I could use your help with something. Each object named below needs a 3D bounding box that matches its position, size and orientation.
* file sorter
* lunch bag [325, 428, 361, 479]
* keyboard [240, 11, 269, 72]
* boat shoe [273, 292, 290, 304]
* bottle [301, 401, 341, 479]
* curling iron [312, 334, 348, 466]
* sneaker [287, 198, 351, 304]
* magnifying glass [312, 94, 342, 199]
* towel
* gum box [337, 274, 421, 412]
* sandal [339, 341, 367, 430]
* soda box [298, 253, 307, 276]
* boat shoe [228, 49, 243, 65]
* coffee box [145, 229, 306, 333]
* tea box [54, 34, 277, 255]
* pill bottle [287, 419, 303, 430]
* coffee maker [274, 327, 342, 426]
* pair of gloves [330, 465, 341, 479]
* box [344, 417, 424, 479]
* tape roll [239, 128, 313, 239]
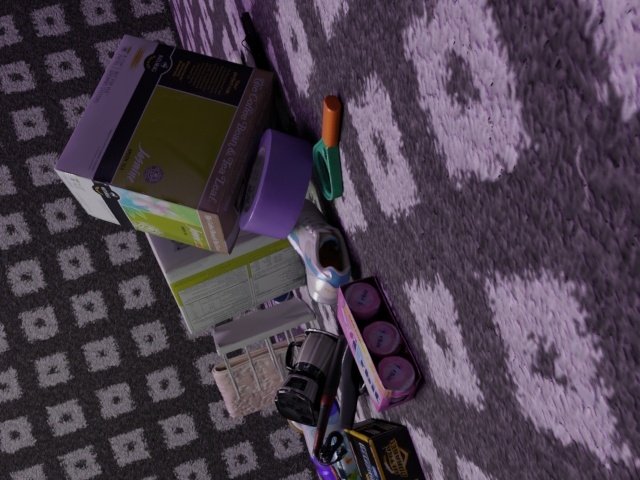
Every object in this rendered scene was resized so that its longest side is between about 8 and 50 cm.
[{"bbox_3d":[-0.144,0.305,1.770,0.193,0.277,0.173,-148,40,-74],"label":"file sorter"},{"bbox_3d":[0.085,0.571,1.533,0.176,0.090,0.219,104,146,-67],"label":"lunch bag"},{"bbox_3d":[-0.144,-0.392,1.314,0.100,0.038,0.192,114,136,-73],"label":"keyboard"},{"bbox_3d":[-0.125,0.181,2.063,0.183,0.066,0.066,-108,0,-67],"label":"boat shoe"},{"bbox_3d":[0.021,0.598,1.816,0.092,0.118,0.283,-151,46,-74],"label":"bottle"},{"bbox_3d":[0.030,0.326,1.279,0.035,0.068,0.274,103,175,-59],"label":"curling iron"},{"bbox_3d":[0.000,0.000,1.127,0.229,0.087,0.092,66,149,34],"label":"sneaker"},{"bbox_3d":[0.012,-0.141,0.965,0.231,0.026,0.092,98,153,-64],"label":"magnifying glass"},{"bbox_3d":[-0.176,0.460,2.064,0.332,0.317,0.053,84,165,-49],"label":"towel"},{"bbox_3d":[0.088,0.164,0.962,0.107,0.062,0.188,90,159,-58],"label":"gum box"},{"bbox_3d":[0.073,0.252,1.168,0.097,0.054,0.254,-67,-18,-52],"label":"sandal"},{"bbox_3d":[-0.017,0.017,1.278,0.060,0.053,0.169,106,144,-70],"label":"soda box"},{"bbox_3d":[-0.228,-0.421,1.612,0.184,0.063,0.066,111,141,-73],"label":"boat shoe"},{"bbox_3d":[-0.259,-0.026,1.586,0.338,0.338,0.334,60,165,28],"label":"coffee box"},{"bbox_3d":[-0.288,-0.190,1.263,0.220,0.323,0.329,93,-166,-68],"label":"tea box"},{"bbox_3d":[-0.041,0.549,1.998,0.246,0.136,0.136,104,147,-70],"label":"pill bottle"},{"bbox_3d":[-0.010,0.312,1.363,0.120,0.178,0.171,-9,129,38],"label":"coffee maker"},{"bbox_3d":[0.046,0.575,1.473,0.074,0.010,0.083,-163,52,-75],"label":"pair of gloves"},{"bbox_3d":[0.148,0.503,1.158,0.257,0.079,0.322,126,126,-74],"label":"box"},{"bbox_3d":[-0.083,-0.101,1.127,0.189,0.080,0.189,-165,90,-75],"label":"tape roll"}]
